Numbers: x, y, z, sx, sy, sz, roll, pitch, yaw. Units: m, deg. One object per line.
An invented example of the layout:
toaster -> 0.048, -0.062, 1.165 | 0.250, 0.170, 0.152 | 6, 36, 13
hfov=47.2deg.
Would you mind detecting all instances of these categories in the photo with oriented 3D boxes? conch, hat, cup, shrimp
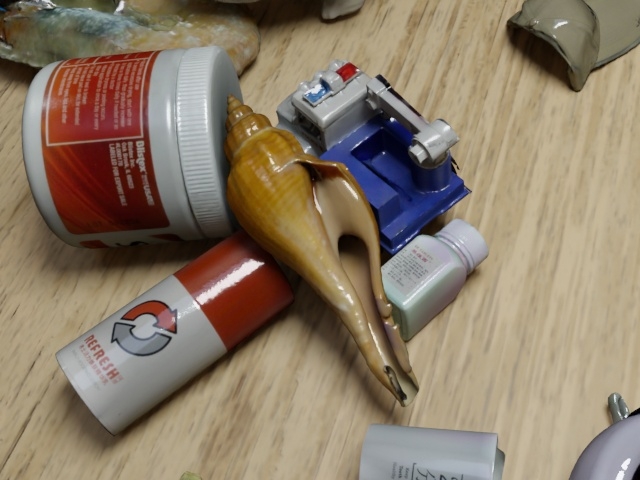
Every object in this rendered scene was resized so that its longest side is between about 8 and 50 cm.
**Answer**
conch -> 0.000, 0.001, 0.676 | 0.109, 0.093, 0.330 | -32, 86, -6
hat -> 0.317, -0.280, 0.889 | 0.175, 0.085, 0.147 | -31, 57, -10
cup -> 0.094, 0.208, 0.616 | 0.116, 0.074, 0.104 | 4, 86, 15
shrimp -> -0.294, -0.289, 0.984 | 0.445, 0.110, 0.221 | 10, 53, 11

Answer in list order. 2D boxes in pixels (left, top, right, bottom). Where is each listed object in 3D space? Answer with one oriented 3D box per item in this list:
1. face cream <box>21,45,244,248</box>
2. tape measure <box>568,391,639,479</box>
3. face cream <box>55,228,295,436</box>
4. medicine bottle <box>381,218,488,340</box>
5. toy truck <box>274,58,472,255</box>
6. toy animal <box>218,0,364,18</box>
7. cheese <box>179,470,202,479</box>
face cream -> -0.183, -0.096, 0.772 | 0.187, 0.201, 0.201 | -4, 56, 5
tape measure -> 0.280, 0.216, 0.561 | 0.178, 0.105, 0.196 | 25, 65, 15
face cream -> -0.136, 0.084, 0.710 | 0.214, 0.096, 0.096 | -36, 59, -15
medicine bottle -> 0.106, 0.033, 0.719 | 0.118, 0.074, 0.055 | -39, 58, -15
toy truck -> 0.041, -0.092, 0.752 | 0.161, 0.177, 0.213 | -39, 60, -15
toy animal -> -0.067, -0.379, 0.917 | 0.265, 0.206, 0.271 | -14, 23, -29
cheese -> -0.122, 0.243, 0.634 | 0.030, 0.044, 0.083 | 18, 57, 1
